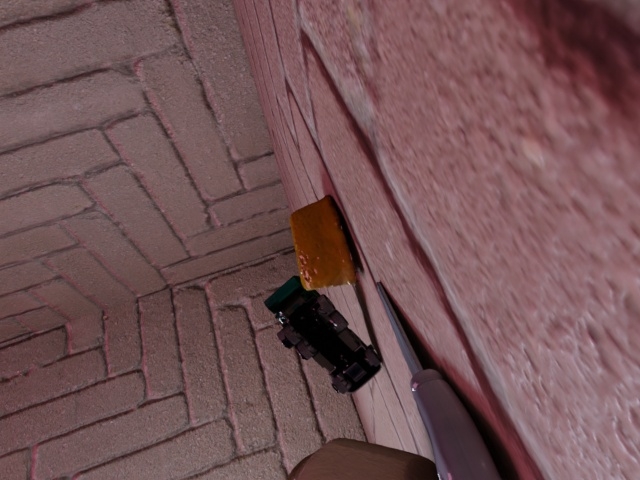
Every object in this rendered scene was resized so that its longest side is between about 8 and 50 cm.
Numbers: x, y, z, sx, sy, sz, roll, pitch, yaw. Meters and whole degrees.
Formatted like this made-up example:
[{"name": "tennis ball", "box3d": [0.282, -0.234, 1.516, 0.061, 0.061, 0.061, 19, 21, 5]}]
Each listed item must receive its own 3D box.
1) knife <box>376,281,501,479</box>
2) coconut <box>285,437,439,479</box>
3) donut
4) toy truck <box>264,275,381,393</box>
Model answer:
[{"name": "knife", "box3d": [0.106, 0.144, 0.482, 0.331, 0.044, 0.080, -105, -4, -69]}, {"name": "coconut", "box3d": [0.076, 0.380, 0.555, 0.237, 0.266, 0.237, -12, -76, -54]}, {"name": "donut", "box3d": [-0.001, -0.005, 0.842, 0.259, 0.101, 0.152, -114, 12, -83]}, {"name": "toy truck", "box3d": [0.004, 0.176, 0.870, 0.253, 0.114, 0.124, 47, -176, -19]}]
